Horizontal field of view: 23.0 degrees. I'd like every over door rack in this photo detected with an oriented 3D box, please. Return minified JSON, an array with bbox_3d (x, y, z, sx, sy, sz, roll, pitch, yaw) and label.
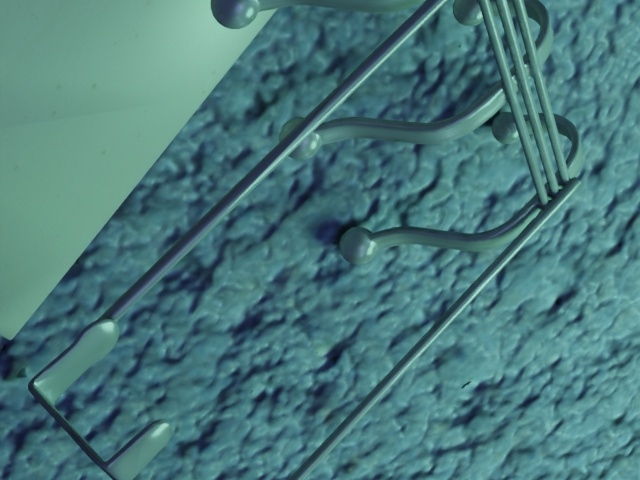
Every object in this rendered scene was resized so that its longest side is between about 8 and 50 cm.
[{"bbox_3d":[0.000,0.000,0.750,0.324,0.108,0.239,-55,149,-16],"label":"over door rack"}]

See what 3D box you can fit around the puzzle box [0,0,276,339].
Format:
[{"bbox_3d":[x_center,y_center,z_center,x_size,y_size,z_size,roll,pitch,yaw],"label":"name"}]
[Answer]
[{"bbox_3d":[-0.116,-0.176,0.669,0.409,0.052,0.272,-50,129,5],"label":"puzzle box"}]
